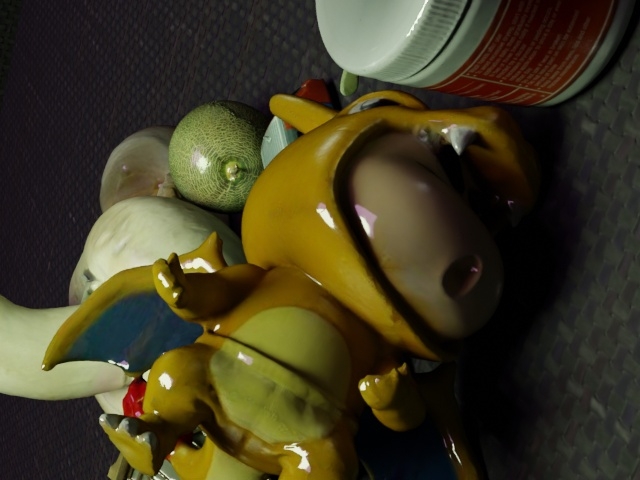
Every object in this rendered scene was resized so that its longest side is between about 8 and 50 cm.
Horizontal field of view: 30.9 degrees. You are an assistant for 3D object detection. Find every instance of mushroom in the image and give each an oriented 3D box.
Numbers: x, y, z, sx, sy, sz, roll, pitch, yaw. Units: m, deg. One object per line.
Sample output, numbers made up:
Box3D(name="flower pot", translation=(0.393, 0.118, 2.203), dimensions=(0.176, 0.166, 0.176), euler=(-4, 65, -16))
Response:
Box3D(name="mushroom", translation=(-0.211, 0.092, 1.376), dimensions=(0.315, 0.356, 0.315), euler=(19, -90, -83))

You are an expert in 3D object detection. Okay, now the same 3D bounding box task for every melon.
Box3D(name="melon", translation=(-0.112, -0.099, 1.385), dimensions=(0.192, 0.139, 0.139), euler=(-125, 46, -72))

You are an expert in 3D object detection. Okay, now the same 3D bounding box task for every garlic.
Box3D(name="garlic", translation=(-0.237, -0.026, 1.624), dimensions=(0.325, 0.132, 0.279), euler=(-31, 50, 50))

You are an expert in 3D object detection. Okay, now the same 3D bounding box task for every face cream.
Box3D(name="face cream", translation=(0.123, -0.215, 0.926), dimensions=(0.201, 0.187, 0.201), euler=(-20, 68, 59))

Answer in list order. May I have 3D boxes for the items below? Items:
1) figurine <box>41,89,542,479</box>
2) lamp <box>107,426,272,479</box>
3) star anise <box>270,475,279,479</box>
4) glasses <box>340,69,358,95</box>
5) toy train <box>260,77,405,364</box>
Box3D(name="figurine", translation=(-0.021, 0.049, 0.981), dimensions=(0.387, 0.401, 0.268), euler=(-59, -21, -25))
Box3D(name="lamp", translation=(-0.065, 0.284, 1.134), dimensions=(0.325, 0.090, 0.089), euler=(34, 120, 26))
Box3D(name="star anise", translation=(-0.037, 0.271, 1.232), dimensions=(0.272, 0.103, 0.271), euler=(8, 103, 38))
Box3D(name="glasses", translation=(0.048, -0.262, 1.151), dimensions=(0.239, 0.102, 0.206), euler=(-10, 106, 48))
Box3D(name="toy train", translation=(0.000, 0.000, 1.221), dimensions=(0.086, 0.089, 0.409), euler=(123, 142, -48))
